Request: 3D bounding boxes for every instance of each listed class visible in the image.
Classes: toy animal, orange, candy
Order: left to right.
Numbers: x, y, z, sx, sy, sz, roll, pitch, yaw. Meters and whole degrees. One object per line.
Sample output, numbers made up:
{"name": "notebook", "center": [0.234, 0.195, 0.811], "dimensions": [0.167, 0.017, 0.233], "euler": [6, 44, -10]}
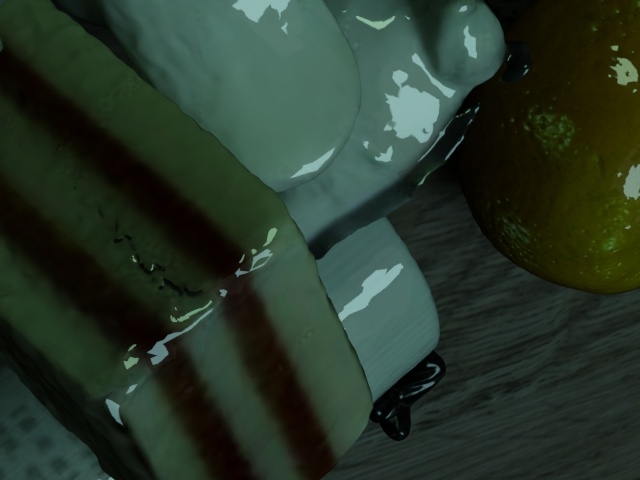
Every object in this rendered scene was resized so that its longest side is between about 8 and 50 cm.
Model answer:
{"name": "candy", "center": [-0.120, -0.003, 0.905], "dimensions": [0.135, 0.321, 0.179], "euler": [-42, 141, -12]}
{"name": "toy animal", "center": [-0.026, -0.134, 0.940], "dimensions": [0.289, 0.249, 0.174], "euler": [15, 156, -40]}
{"name": "toy animal", "center": [-0.022, 0.071, 1.287], "dimensions": [0.210, 0.121, 0.117], "euler": [15, 92, -46]}
{"name": "orange", "center": [0.185, -0.069, 1.294], "dimensions": [0.158, 0.179, 0.237], "euler": [-14, 138, -39]}

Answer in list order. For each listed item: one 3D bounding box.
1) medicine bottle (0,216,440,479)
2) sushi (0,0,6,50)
{"name": "medicine bottle", "center": [-0.129, 0.100, 1.085], "dimensions": [0.371, 0.211, 0.211], "euler": [-37, 144, -16]}
{"name": "sushi", "center": [-0.310, -0.135, 0.688], "dimensions": [0.417, 0.176, 0.417], "euler": [-29, 141, -27]}
